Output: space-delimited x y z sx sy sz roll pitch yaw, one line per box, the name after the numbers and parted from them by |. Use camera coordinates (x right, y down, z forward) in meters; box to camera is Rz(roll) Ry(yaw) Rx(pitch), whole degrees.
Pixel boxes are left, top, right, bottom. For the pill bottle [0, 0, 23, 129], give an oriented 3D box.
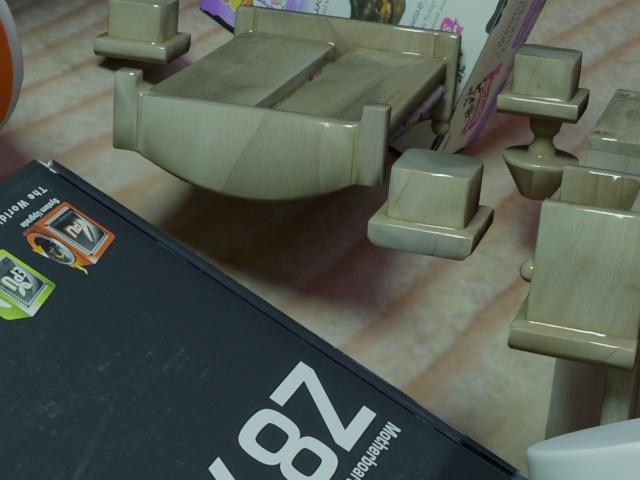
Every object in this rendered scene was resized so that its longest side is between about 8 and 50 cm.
-0.246 -0.059 0.716 0.121 0.121 0.221 33 37 11 | pill bottle

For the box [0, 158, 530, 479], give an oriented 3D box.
-0.092 0.160 0.553 0.318 0.097 0.395 35 37 8 | box

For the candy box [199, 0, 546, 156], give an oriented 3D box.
0.037 -0.167 0.976 0.196 0.165 0.070 38 40 17 | candy box

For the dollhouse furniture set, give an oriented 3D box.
0.000 0.000 0.808 0.356 0.173 0.303 10 20 15 | dollhouse furniture set

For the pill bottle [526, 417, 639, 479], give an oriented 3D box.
0.135 0.189 0.504 0.146 0.146 0.264 -7 86 -36 | pill bottle
